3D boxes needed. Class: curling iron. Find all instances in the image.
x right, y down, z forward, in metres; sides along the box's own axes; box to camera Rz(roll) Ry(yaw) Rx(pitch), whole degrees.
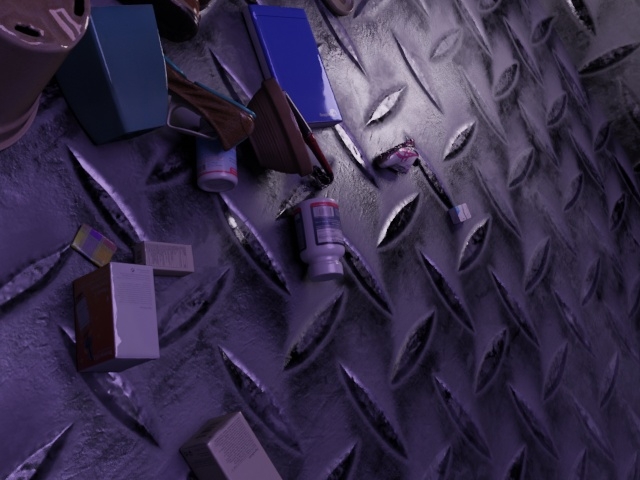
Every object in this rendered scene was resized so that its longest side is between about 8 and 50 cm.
[{"bbox_3d":[-0.033,-0.244,2.022,0.068,0.035,0.274,-51,125,-45],"label":"curling iron"}]

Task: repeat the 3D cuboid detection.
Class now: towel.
[{"bbox_3d":[-0.424,0.012,1.556,0.083,0.009,0.060,40,49,-27],"label":"towel"}]

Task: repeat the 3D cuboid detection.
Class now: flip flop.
[{"bbox_3d":[0.011,-0.739,2.288,0.277,0.080,0.112,47,63,-27],"label":"flip flop"}]

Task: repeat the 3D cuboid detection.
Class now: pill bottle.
[{"bbox_3d":[0.000,0.000,1.938,0.108,0.108,0.180,8,68,-45],"label":"pill bottle"},{"bbox_3d":[-0.226,-0.192,1.798,0.087,0.087,0.160,14,64,-43],"label":"pill bottle"}]

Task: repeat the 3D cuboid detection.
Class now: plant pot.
[{"bbox_3d":[-0.111,-0.242,1.892,0.237,0.109,0.238,156,-90,-87],"label":"plant pot"},{"bbox_3d":[-0.403,-0.317,1.617,0.165,0.165,0.234,-21,96,-49],"label":"plant pot"},{"bbox_3d":[-0.550,-0.346,1.359,0.333,0.305,0.334,21,59,-39],"label":"plant pot"}]

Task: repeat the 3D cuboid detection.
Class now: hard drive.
[{"bbox_3d":[-0.068,-0.443,2.115,0.210,0.040,0.319,-13,83,-49],"label":"hard drive"}]

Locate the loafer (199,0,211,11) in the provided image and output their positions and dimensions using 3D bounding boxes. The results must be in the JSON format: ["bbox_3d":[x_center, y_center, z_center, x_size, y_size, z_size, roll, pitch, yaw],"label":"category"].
[{"bbox_3d":[-0.354,-0.688,1.853,0.366,0.130,0.134,42,47,-26],"label":"loafer"}]

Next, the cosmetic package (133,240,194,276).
[{"bbox_3d":[-0.310,0.037,1.642,0.115,0.041,0.060,9,66,-45],"label":"cosmetic package"}]

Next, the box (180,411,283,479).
[{"bbox_3d":[-0.142,0.473,1.584,0.113,0.094,0.275,-37,101,-48],"label":"box"}]

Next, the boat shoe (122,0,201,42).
[{"bbox_3d":[-0.385,-0.574,1.793,0.324,0.122,0.120,45,40,-35],"label":"boat shoe"}]

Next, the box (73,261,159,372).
[{"bbox_3d":[-0.364,0.139,1.471,0.091,0.130,0.171,10,65,-45],"label":"box"}]

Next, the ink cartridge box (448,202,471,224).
[{"bbox_3d":[0.421,-0.082,2.482,0.083,0.028,0.048,-21,89,-50],"label":"ink cartridge box"}]

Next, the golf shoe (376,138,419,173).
[{"bbox_3d":[0.224,-0.225,2.307,0.186,0.067,0.086,-28,95,-49],"label":"golf shoe"}]

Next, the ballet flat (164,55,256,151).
[{"bbox_3d":[-0.299,-0.300,1.733,0.342,0.116,0.124,35,88,-1],"label":"ballet flat"}]
